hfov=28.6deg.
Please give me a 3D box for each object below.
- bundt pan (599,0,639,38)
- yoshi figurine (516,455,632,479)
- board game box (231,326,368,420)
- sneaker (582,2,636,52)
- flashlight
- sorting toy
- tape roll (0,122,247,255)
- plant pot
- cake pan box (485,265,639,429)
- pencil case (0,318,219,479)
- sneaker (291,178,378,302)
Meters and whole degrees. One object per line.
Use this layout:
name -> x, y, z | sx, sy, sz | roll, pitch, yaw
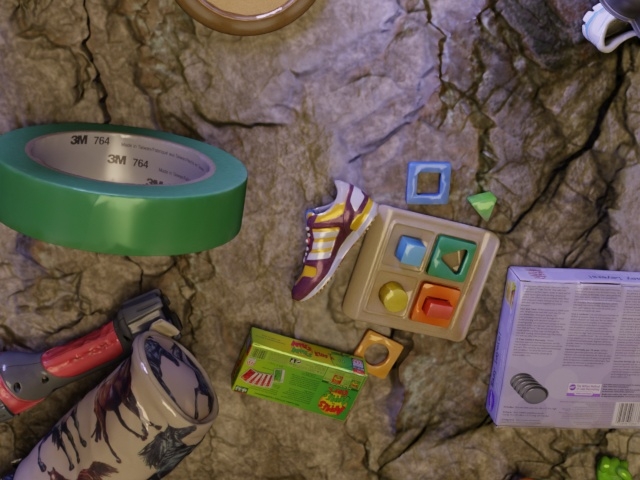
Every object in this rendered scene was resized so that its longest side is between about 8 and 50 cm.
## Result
bundt pan -> 0.495, -0.406, 1.590 | 0.330, 0.124, 0.331 | 1, 97, 8
yoshi figurine -> 0.481, 0.459, 1.959 | 0.362, 0.203, 0.204 | 8, 102, -15
board game box -> -0.032, 0.198, 1.854 | 0.181, 0.043, 0.092 | 17, 119, -14
sneaker -> 0.444, -0.323, 1.705 | 0.071, 0.083, 0.191 | 35, 115, -21
flashlight -> -0.352, 0.160, 1.771 | 0.304, 0.103, 0.103 | -25, 109, 2
sorting toy -> 0.149, 0.056, 1.837 | 0.196, 0.047, 0.348 | 14, 107, -13
tape roll -> -0.255, -0.071, 1.584 | 0.321, 0.321, 0.077 | 6, 109, -11
plant pot -> -0.097, -0.384, 1.650 | 0.236, 0.032, 0.236 | -3, 111, -7
cake pan box -> 0.400, 0.165, 1.904 | 0.266, 0.070, 0.246 | 1, 112, -9
pencil case -> -0.314, 0.297, 1.743 | 0.410, 0.183, 0.160 | -44, 151, 19
sneaker -> 0.000, 0.000, 1.789 | 0.084, 0.069, 0.185 | 35, 95, -9
